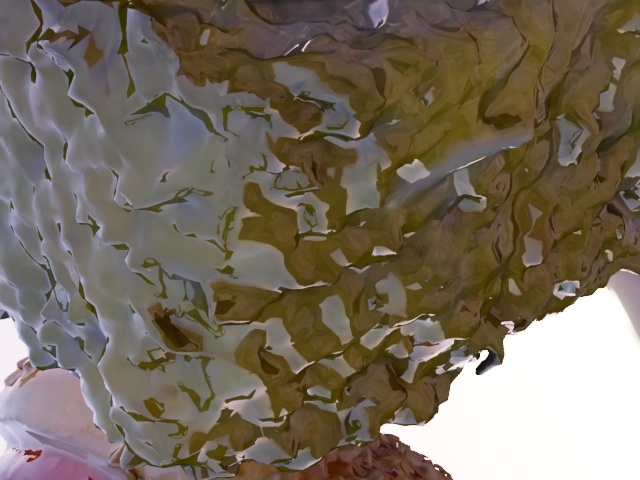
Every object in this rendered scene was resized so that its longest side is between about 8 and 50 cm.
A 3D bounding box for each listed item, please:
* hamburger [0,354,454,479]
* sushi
[{"bbox_3d":[-0.063,0.204,0.988,0.330,0.330,0.250,49,-125,-51],"label":"hamburger"},{"bbox_3d":[-0.019,-0.110,0.806,0.396,0.351,0.240,41,141,36],"label":"sushi"}]
